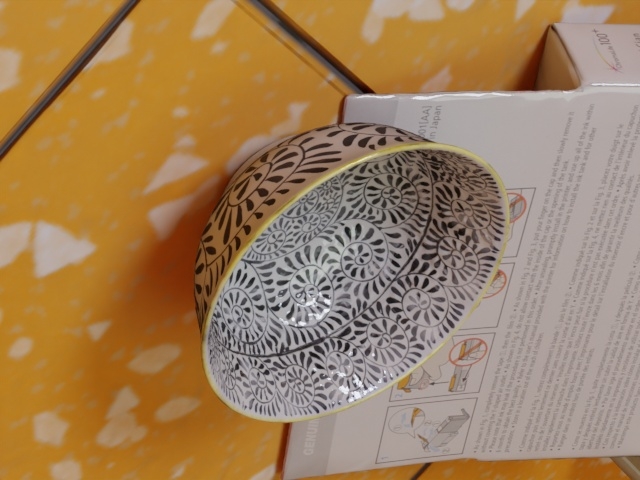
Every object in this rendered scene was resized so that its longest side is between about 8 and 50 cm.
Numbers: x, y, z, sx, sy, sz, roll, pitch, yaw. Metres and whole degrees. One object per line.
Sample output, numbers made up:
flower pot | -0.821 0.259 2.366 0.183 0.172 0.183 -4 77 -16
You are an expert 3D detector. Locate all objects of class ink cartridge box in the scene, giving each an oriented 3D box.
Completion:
ink cartridge box | 0.115 0.012 0.997 0.261 0.066 0.296 -1 132 -13

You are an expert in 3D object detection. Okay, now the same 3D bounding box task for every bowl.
bowl | 0.000 0.000 0.842 0.170 0.080 0.170 -23 140 -21

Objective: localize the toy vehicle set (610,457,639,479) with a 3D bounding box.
toy vehicle set | 0.314 0.153 1.174 0.035 0.267 0.166 -1 129 -46
